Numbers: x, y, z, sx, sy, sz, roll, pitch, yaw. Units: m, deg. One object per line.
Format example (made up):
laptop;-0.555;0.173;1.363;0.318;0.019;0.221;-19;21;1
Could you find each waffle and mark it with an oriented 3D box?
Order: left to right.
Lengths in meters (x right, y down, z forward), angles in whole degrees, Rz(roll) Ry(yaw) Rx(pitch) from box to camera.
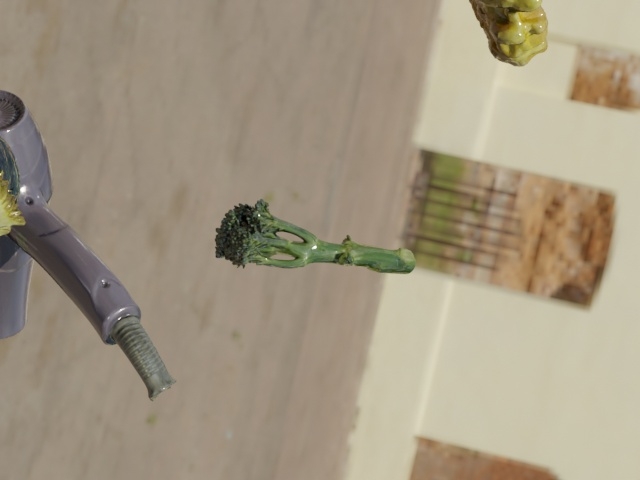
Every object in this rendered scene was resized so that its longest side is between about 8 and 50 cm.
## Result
waffle;0.112;-0.266;1.217;0.249;0.056;0.253;53;14;-66

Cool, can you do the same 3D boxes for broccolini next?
broccolini;-0.001;0.000;1.479;0.067;0.216;0.058;-48;-131;43

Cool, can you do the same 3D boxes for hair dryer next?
hair dryer;-0.264;0.051;1.548;0.121;0.361;0.301;-25;141;-31

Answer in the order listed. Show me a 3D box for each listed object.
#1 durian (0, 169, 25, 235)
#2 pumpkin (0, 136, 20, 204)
durian;-0.230;-0.048;0.737;0.208;0.146;0.102;97;-26;-67
pumpkin;-0.359;-0.058;1.346;0.194;0.194;0.150;53;21;-80
